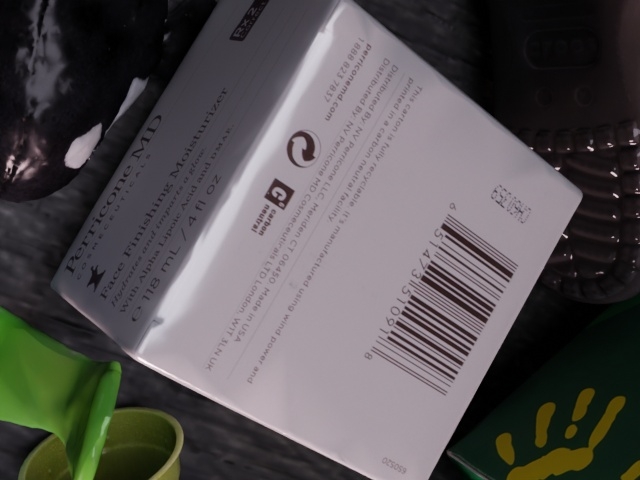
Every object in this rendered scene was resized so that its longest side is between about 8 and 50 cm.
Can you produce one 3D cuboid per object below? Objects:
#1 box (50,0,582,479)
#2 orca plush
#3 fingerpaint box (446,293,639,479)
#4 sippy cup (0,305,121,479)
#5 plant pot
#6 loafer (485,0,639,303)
[{"bbox_3d":[0.000,0.000,0.561,0.182,0.119,0.181,33,84,-32],"label":"box"},{"bbox_3d":[-0.088,-0.152,0.528,0.151,0.102,0.287,38,81,-22],"label":"orca plush"},{"bbox_3d":[0.342,0.187,0.698,0.371,0.163,0.445,-39,115,-13],"label":"fingerpaint box"},{"bbox_3d":[-0.243,0.038,0.421,0.305,0.224,0.240,-22,105,-19],"label":"sippy cup"},{"bbox_3d":[-0.101,0.141,0.576,0.083,0.083,0.079,-21,115,-19],"label":"plant pot"},{"bbox_3d":[0.165,-0.154,0.636,0.130,0.133,0.366,-18,114,-45],"label":"loafer"}]
